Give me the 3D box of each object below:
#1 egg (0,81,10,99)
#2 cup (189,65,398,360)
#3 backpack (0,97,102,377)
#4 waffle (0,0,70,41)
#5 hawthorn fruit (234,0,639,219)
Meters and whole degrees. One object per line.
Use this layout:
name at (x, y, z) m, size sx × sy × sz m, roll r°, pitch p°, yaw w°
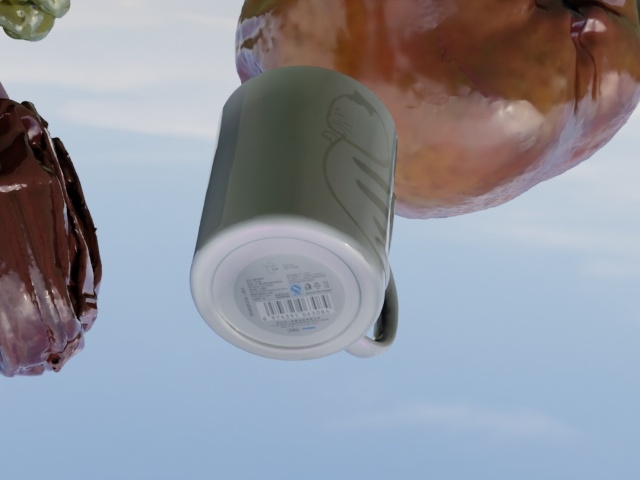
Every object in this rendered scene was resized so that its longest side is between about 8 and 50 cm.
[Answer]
egg at (-0.356, -0.074, 1.610) m, size 0.196 × 0.271 × 0.196 m, roll -23°, pitch -148°, yaw 15°
cup at (0.004, -0.008, 0.939) m, size 0.136 × 0.099 × 0.133 m, roll 27°, pitch -143°, yaw -16°
backpack at (-0.241, 0.003, 1.411) m, size 0.139 × 0.229 × 0.229 m, roll -14°, pitch -163°, yaw -14°
waffle at (-0.319, -0.239, 1.353) m, size 0.292 × 0.056 × 0.309 m, roll -2°, pitch 149°, yaw -12°
hawthorn fruit at (0.126, -0.222, 2.045) m, size 0.472 × 0.471 × 0.472 m, roll 8°, pitch -169°, yaw -2°
